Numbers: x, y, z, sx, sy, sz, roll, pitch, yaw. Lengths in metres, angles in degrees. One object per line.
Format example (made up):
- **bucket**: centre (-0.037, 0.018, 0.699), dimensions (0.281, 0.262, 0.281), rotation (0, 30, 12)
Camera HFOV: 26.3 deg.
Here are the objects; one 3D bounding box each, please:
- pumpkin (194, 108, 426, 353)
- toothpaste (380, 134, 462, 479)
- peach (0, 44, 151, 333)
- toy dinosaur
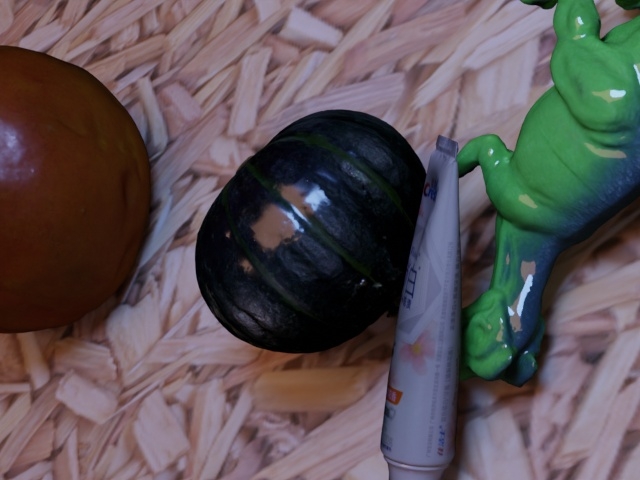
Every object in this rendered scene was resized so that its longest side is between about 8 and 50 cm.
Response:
- **pumpkin**: centre (0.000, 0.000, 1.278), dimensions (0.250, 0.216, 0.250), rotation (-42, 20, 19)
- **toothpaste**: centre (0.094, 0.073, 1.171), dimensions (0.100, 0.066, 0.323), rotation (-113, 28, -81)
- **peach**: centre (-0.375, -0.060, 1.583), dimensions (0.342, 0.301, 0.343), rotation (-18, 62, 37)
- **toy dinosaur**: centre (0.263, -0.081, 1.062), dimensions (0.500, 0.144, 0.375), rotation (-13, 64, 56)
